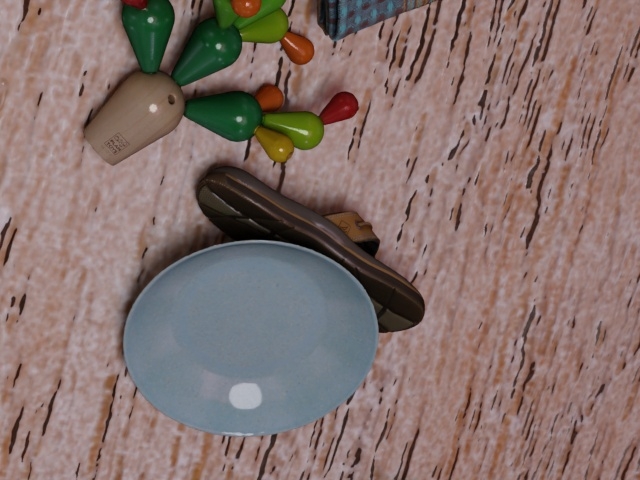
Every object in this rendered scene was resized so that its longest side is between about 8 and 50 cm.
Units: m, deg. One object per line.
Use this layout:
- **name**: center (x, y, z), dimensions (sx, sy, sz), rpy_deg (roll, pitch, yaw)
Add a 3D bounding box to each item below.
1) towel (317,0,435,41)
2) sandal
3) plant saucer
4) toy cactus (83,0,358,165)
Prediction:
- **towel**: center (0.116, -0.320, 1.183), dimensions (0.271, 0.040, 0.370), rpy_deg (-23, 142, -21)
- **sandal**: center (0.000, 0.000, 1.338), dimensions (0.219, 0.090, 0.060), rpy_deg (35, 58, -22)
- **plant saucer**: center (-0.054, 0.067, 1.329), dimensions (0.195, 0.037, 0.195), rpy_deg (-3, 127, -5)
- **toy cactus**: center (-0.086, -0.117, 1.238), dimensions (0.180, 0.112, 0.219), rpy_deg (-40, 130, 6)
